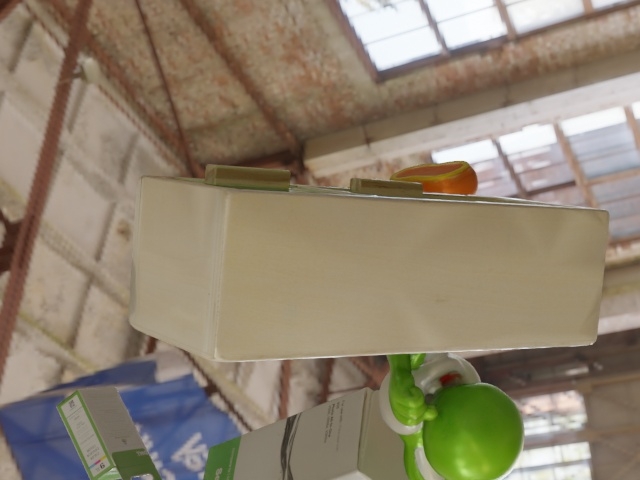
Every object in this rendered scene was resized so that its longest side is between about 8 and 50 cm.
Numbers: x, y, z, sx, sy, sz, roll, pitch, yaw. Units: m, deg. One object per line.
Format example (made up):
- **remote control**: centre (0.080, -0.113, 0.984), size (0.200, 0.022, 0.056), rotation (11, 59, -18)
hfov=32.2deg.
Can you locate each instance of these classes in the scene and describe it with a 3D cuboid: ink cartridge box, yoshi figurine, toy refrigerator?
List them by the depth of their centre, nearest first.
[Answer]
- **toy refrigerator**: centre (0.035, 0.010, 0.639), size (0.269, 0.102, 0.094), rotation (1, -84, -34)
- **yoshi figurine**: centre (0.136, 0.109, 1.174), size (0.203, 0.203, 0.362), rotation (-69, -31, -73)
- **ink cartridge box**: centre (0.017, 0.320, 1.414), size (0.211, 0.289, 0.122), rotation (37, -137, -30)
- **ink cartridge box**: centre (-0.362, 0.357, 1.913), size (0.209, 0.062, 0.109), rotation (58, -161, 19)
